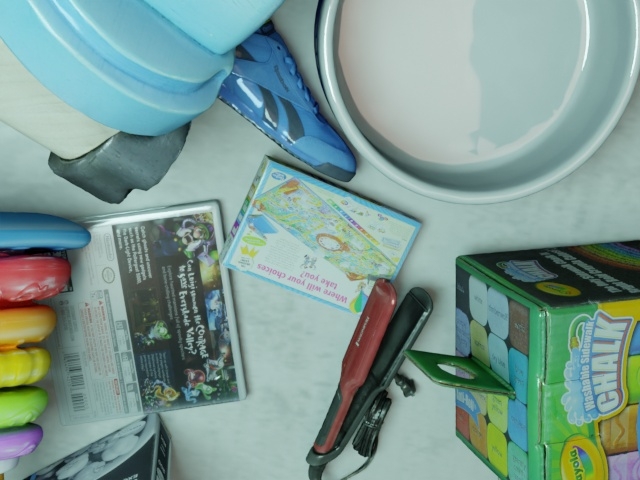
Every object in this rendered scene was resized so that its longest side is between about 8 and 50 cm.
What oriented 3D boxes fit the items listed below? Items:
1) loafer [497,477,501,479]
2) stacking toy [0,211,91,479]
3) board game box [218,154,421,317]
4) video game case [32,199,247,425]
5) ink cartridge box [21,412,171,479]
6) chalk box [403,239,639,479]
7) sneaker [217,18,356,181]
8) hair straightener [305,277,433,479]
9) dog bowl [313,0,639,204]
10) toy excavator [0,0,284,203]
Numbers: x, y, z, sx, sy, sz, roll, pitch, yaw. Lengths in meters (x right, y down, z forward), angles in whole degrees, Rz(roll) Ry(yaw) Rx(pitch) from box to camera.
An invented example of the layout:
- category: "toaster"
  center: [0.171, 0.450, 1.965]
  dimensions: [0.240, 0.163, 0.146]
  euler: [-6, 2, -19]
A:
- category: "loafer"
  center: [0.231, 0.221, 1.032]
  dimensions: [0.125, 0.039, 0.045]
  euler: [-14, 71, -5]
- category: "stacking toy"
  center: [-0.278, 0.128, 0.848]
  dimensions: [0.175, 0.166, 0.302]
  euler: [-6, 87, 26]
- category: "board game box"
  center: [0.000, 0.000, 0.950]
  dimensions: [0.154, 0.026, 0.103]
  euler: [22, 100, -18]
- category: "video game case"
  center: [-0.165, 0.067, 0.965]
  dimensions: [0.173, 0.022, 0.190]
  euler: [-8, 103, -3]
- category: "ink cartridge box"
  center: [-0.225, 0.250, 0.906]
  dimensions: [0.206, 0.208, 0.045]
  euler: [-27, 109, 1]
- category: "chalk box"
  center: [0.219, 0.109, 0.906]
  dimensions: [0.289, 0.180, 0.179]
  euler: [-6, 103, -13]
- category: "sneaker"
  center: [-0.039, -0.133, 0.905]
  dimensions: [0.209, 0.069, 0.082]
  euler: [38, 93, -12]
- category: "hair straightener"
  center: [0.054, 0.148, 0.977]
  dimensions: [0.089, 0.047, 0.230]
  euler: [12, 105, -30]
- category: "dog bowl"
  center: [0.127, -0.169, 0.893]
  dimensions: [0.265, 0.104, 0.265]
  euler: [-1, 104, -5]
- category: "toy excavator"
  center: [-0.063, -0.295, 0.720]
  dimensions: [0.445, 0.433, 0.222]
  euler: [-24, 137, 32]
